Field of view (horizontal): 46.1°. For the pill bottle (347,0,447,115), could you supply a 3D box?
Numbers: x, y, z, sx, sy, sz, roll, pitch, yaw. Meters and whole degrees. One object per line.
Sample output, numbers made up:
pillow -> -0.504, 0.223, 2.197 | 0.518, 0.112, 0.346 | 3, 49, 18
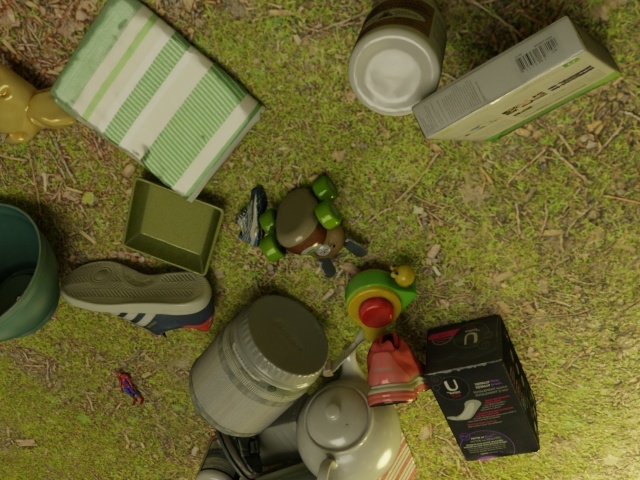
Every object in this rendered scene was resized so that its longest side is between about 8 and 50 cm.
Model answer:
pill bottle -> 0.122, -0.293, 1.123 | 0.131, 0.229, 0.131 | 7, 127, 9

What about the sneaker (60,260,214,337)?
sneaker -> -0.395, 0.142, 1.640 | 0.350, 0.131, 0.148 | 7, 140, 16

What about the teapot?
teapot -> 0.048, 0.407, 1.629 | 0.252, 0.256, 0.187 | -36, 145, -5

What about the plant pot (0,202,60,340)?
plant pot -> -0.681, 0.095, 1.599 | 0.293, 0.293, 0.196 | 1, 153, 13

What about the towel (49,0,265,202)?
towel -> -0.292, -0.251, 1.349 | 0.325, 0.038, 0.248 | 38, 110, -13

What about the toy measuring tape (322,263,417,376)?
toy measuring tape -> 0.070, 0.156, 1.531 | 0.121, 0.121, 0.330 | 34, 121, -12

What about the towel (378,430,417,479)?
towel -> 0.166, 0.542, 1.790 | 0.029, 0.144, 0.197 | 5, 130, 37

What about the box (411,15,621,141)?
box -> 0.296, -0.220, 1.097 | 0.232, 0.322, 0.058 | -27, 81, 28

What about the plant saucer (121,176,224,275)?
plant saucer -> -0.297, -0.036, 1.531 | 0.188, 0.045, 0.188 | 21, 128, -2

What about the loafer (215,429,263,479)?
loafer -> -0.194, 0.420, 1.740 | 0.084, 0.096, 0.267 | -35, 68, 15

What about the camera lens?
camera lens -> -0.138, 0.274, 1.611 | 0.219, 0.219, 0.274 | 33, 127, -12

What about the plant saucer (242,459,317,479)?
plant saucer -> -0.073, 0.590, 1.802 | 0.400, 0.400, 0.101 | -24, 77, 27

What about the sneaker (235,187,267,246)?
sneaker -> -0.142, -0.047, 1.483 | 0.058, 0.052, 0.135 | 16, 127, 10

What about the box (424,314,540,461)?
box -> 0.340, 0.311, 1.572 | 0.165, 0.143, 0.270 | -15, 120, 21

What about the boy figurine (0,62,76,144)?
boy figurine -> -0.586, -0.261, 1.406 | 0.285, 0.092, 0.177 | 3, 128, 10

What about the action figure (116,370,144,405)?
action figure -> -0.483, 0.370, 1.888 | 0.038, 0.030, 0.115 | -7, 122, 24

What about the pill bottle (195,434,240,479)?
pill bottle -> -0.257, 0.593, 1.901 | 0.108, 0.180, 0.108 | 7, 127, 9

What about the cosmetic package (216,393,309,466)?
cosmetic package -> -0.117, 0.469, 1.828 | 0.238, 0.107, 0.127 | -17, 120, 27

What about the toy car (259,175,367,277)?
toy car -> 0.000, 0.000, 1.437 | 0.155, 0.149, 0.188 | -31, 126, 19

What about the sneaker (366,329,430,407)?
sneaker -> 0.161, 0.246, 1.521 | 0.116, 0.314, 0.136 | -9, 85, 12
